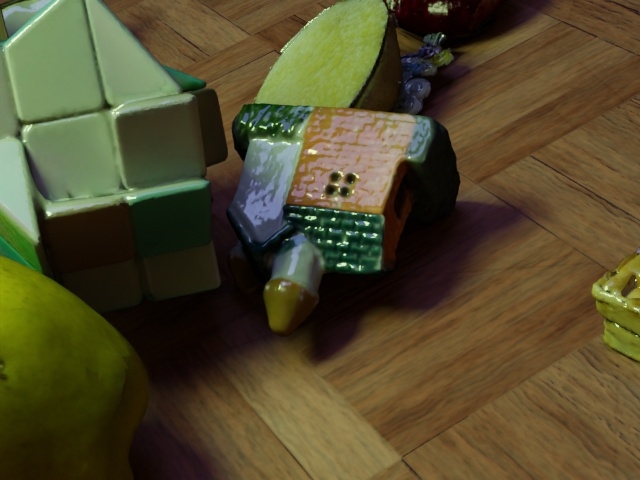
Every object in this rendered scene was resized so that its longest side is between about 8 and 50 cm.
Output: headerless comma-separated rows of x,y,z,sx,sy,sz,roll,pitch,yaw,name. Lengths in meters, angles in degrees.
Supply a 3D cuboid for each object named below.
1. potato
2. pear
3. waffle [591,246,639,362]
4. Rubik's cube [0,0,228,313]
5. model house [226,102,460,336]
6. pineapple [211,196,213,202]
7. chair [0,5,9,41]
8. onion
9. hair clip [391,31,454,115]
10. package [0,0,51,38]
0.016,-0.198,1.788,0.239,0.116,0.299,-4,52,40,potato
-0.378,0.172,1.254,0.418,0.362,0.362,11,37,-4,pear
0.459,0.035,1.298,0.308,0.091,0.213,-35,39,-22,waffle
-0.281,-0.099,1.437,0.358,0.368,0.387,-13,9,-8,Rubik's cube
0.000,0.000,1.506,0.271,0.190,0.300,7,58,19,model house
-0.242,-0.095,1.772,0.125,0.125,0.251,-35,44,-23,pineapple
-0.530,-0.231,1.892,0.176,0.326,0.183,-12,35,11,chair
0.177,-0.425,1.941,0.252,0.219,0.252,-5,42,5,onion
0.132,-0.236,1.858,0.116,0.049,0.172,5,47,50,hair clip
-0.495,-0.282,2.131,0.311,0.221,0.165,-26,75,-15,package
